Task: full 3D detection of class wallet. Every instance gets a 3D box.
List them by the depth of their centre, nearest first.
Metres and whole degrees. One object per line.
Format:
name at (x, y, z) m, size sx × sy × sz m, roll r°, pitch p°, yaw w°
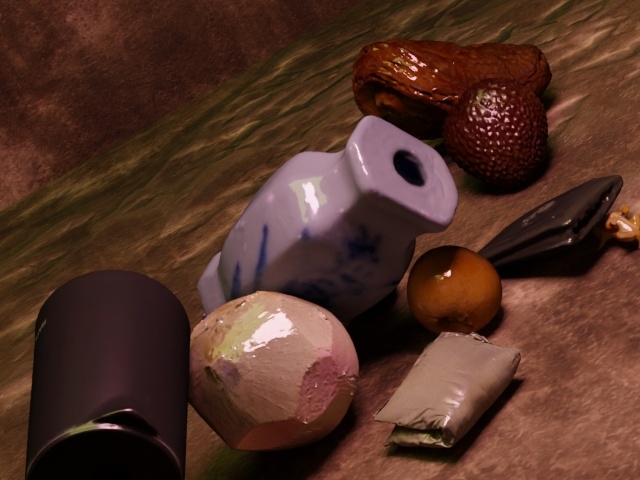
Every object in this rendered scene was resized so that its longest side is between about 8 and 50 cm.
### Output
wallet at (0.331, -0.022, 1.780) m, size 0.168 × 0.052 × 0.245 m, roll -43°, pitch 11°, yaw -35°

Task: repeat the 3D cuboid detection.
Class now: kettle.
kettle at (-0.280, 0.218, 1.442) m, size 0.262 × 0.203 × 0.308 m, roll -37°, pitch 28°, yaw 15°

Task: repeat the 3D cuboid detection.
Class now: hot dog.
hot dog at (0.252, -0.289, 2.239) m, size 0.387 × 0.174 × 0.267 m, roll -3°, pitch -4°, yaw -22°

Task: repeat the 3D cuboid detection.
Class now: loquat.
loquat at (0.191, 0.074, 1.686) m, size 0.141 × 0.141 × 0.141 m, roll -24°, pitch 23°, yaw 11°

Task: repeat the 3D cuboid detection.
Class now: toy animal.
toy animal at (0.432, -0.012, 1.712) m, size 0.060 × 0.081 × 0.083 m, roll -46°, pitch -9°, yaw -20°

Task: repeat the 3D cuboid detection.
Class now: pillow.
pillow at (0.164, 0.196, 1.524) m, size 0.134 × 0.078 × 0.181 m, roll 1°, pitch 37°, yaw 49°

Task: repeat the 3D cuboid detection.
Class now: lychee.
lychee at (0.306, -0.186, 2.043) m, size 0.194 × 0.194 × 0.194 m, roll -24°, pitch 23°, yaw 11°

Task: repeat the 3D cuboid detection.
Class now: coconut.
coconut at (-0.070, 0.176, 1.599) m, size 0.227 × 0.227 × 0.230 m, roll -20°, pitch -18°, yaw 20°

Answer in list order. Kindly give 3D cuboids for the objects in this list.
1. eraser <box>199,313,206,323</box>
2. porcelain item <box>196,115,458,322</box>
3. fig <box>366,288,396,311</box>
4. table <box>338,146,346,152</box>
eraser at (-0.149, 0.167, 1.961) m, size 0.124 × 0.068 × 0.210 m, roll -19°, pitch 25°, yaw 20°
porcelain item at (0.000, 0.000, 1.711) m, size 0.405 × 0.242 × 0.178 m, roll -38°, pitch 38°, yaw 40°
fig at (0.047, 0.063, 1.899) m, size 0.156 × 0.123 × 0.123 m, roll -24°, pitch 20°, yaw 43°
table at (0.057, -0.097, 2.229) m, size 0.240 × 0.111 × 0.121 m, roll -36°, pitch 23°, yaw -18°
